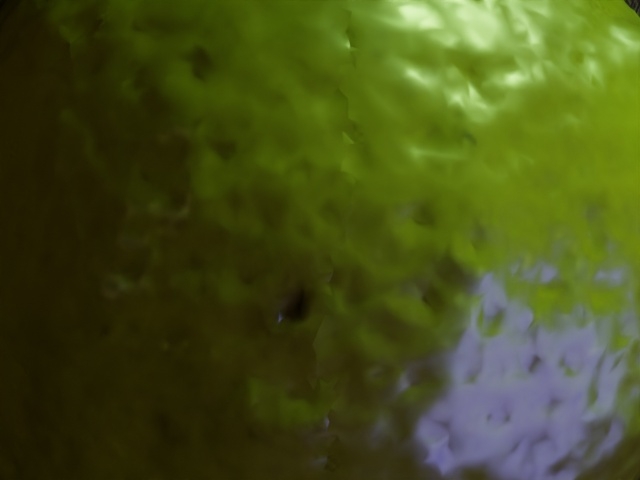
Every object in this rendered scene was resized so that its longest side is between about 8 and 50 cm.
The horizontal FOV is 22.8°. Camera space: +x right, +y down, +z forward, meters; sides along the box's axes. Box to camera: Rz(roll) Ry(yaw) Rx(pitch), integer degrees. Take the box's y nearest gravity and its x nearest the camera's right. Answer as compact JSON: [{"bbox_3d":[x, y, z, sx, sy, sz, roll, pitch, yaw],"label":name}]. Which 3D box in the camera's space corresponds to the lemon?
[{"bbox_3d":[0.000,0.000,0.701,0.350,0.350,0.387,-23,126,-58],"label":"lemon"}]
